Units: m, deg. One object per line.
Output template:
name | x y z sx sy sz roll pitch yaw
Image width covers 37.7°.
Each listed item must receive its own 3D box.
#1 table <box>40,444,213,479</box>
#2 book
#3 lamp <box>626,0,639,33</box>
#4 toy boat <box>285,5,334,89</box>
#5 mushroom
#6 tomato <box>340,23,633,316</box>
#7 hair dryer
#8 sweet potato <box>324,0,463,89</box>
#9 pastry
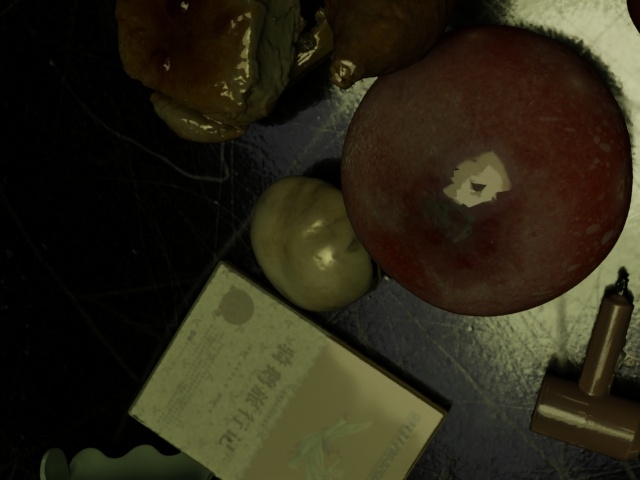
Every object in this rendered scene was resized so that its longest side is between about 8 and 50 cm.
table | -0.219 0.323 1.116 0.198 0.166 0.167 -6 101 12
book | -0.042 0.194 1.064 0.310 0.021 0.217 33 96 9
lamp | 0.374 -0.254 0.716 0.303 0.257 0.303 3 101 17
toy boat | -0.034 -0.192 0.982 0.149 0.047 0.049 -34 90 23
mushroom | 0.000 0.000 0.983 0.154 0.122 0.154 39 149 30
tomato | 0.146 -0.059 0.854 0.270 0.227 0.270 9 112 23
hair dryer | 0.288 0.125 0.944 0.117 0.064 0.182 15 102 14
sweet potato | 0.058 -0.220 0.793 0.131 0.337 0.131 11 123 17
pastry | -0.111 -0.215 0.947 0.229 0.100 0.218 -49 64 20
